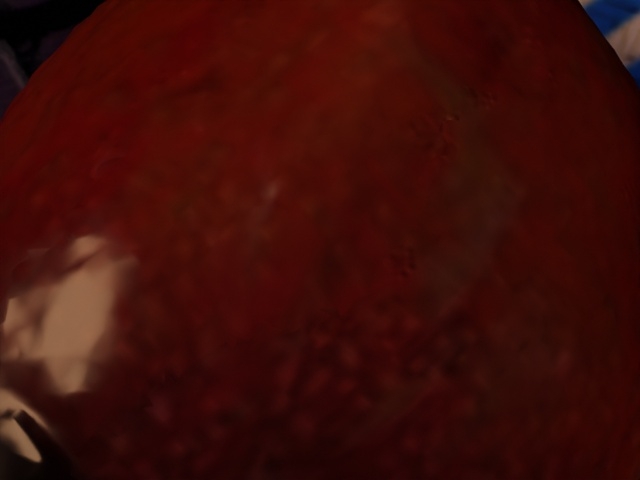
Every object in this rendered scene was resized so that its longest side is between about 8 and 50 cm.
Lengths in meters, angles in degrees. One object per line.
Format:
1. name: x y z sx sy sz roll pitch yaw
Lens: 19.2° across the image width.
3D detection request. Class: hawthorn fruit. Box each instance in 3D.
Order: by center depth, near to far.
1. hawthorn fruit: 0.000 0.000 0.495 0.189 0.189 0.251 -17 46 49

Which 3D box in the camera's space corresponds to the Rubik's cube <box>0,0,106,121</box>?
1. Rubik's cube: -0.141 -0.146 0.633 0.319 0.264 0.319 -5 72 16
